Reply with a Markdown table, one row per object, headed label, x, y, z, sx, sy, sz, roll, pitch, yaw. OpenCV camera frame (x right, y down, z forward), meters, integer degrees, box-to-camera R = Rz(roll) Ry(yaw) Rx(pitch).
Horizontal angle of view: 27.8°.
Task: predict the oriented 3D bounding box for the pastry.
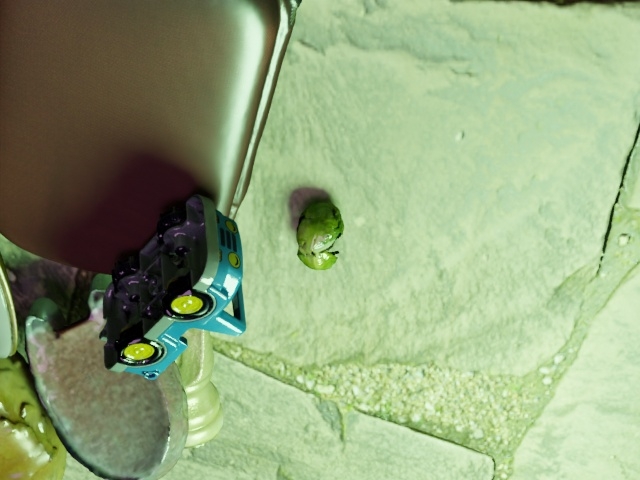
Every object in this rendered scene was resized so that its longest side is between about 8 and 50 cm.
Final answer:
| label | x | y | z | sx | sy | sz | roll | pitch | yaw |
| --- | --- | --- | --- | --- | --- | --- | --- | --- | --- |
| pastry | -0.428 | 0.201 | 1.433 | 0.284 | 0.184 | 0.316 | -25 | 127 | 12 |

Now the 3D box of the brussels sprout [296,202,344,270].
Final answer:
| label | x | y | z | sx | sy | sz | roll | pitch | yaw |
| --- | --- | --- | --- | --- | --- | --- | --- | --- | --- |
| brussels sprout | -0.001 | 0.001 | 1.297 | 0.051 | 0.046 | 0.083 | -27 | 141 | -26 |

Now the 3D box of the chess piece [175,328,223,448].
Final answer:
| label | x | y | z | sx | sy | sz | roll | pitch | yaw |
| --- | --- | --- | --- | --- | --- | --- | --- | --- | --- |
| chess piece | -0.157 | 0.124 | 1.418 | 0.090 | 0.090 | 0.200 | 1 | 122 | 5 |

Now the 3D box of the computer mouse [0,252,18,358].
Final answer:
| label | x | y | z | sx | sy | sz | roll | pitch | yaw |
| --- | --- | --- | --- | --- | --- | --- | --- | --- | --- |
| computer mouse | -0.358 | -0.018 | 1.235 | 0.072 | 0.158 | 0.310 | -28 | 134 | -14 |

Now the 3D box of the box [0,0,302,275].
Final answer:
| label | x | y | z | sx | sy | sz | roll | pitch | yaw |
| --- | --- | --- | --- | --- | --- | --- | --- | --- | --- |
| box | -0.175 | -0.128 | 1.146 | 0.263 | 0.108 | 0.404 | 12 | 135 | -9 |

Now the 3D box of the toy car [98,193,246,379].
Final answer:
| label | x | y | z | sx | sy | sz | roll | pitch | yaw |
| --- | --- | --- | --- | --- | --- | --- | --- | --- | --- |
| toy car | -0.125 | 0.050 | 1.184 | 0.100 | 0.097 | 0.191 | 18 | 135 | -32 |

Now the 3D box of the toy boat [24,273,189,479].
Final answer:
| label | x | y | z | sx | sy | sz | roll | pitch | yaw |
| --- | --- | --- | --- | --- | --- | --- | --- | --- | --- |
| toy boat | -0.217 | 0.149 | 1.377 | 0.155 | 0.085 | 0.227 | -22 | 95 | 17 |
